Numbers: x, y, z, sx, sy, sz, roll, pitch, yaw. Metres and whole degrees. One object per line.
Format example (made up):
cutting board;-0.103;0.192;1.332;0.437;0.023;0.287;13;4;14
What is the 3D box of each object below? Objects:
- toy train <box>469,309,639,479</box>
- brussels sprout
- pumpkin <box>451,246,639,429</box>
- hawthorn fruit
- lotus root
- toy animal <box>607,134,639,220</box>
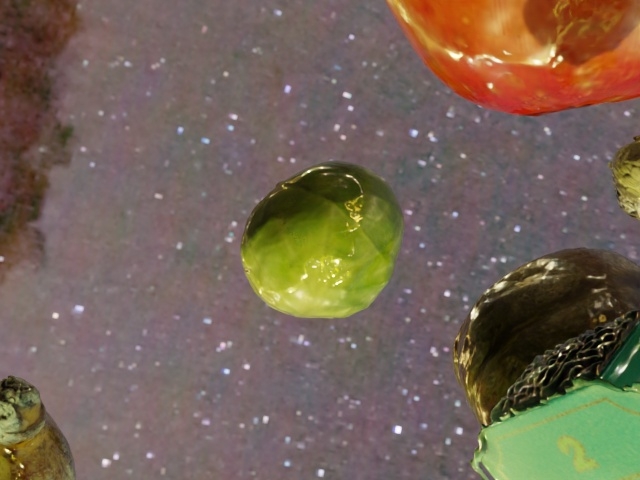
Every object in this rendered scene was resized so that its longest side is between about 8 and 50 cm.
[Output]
toy train;0.211;0.140;0.683;0.112;0.163;0.203;-41;180;-40
brussels sprout;0.000;0.000;1.357;0.244;0.244;0.244;-32;-130;49
pumpkin;0.338;0.160;1.346;0.225;0.303;0.256;-121;-154;-43
hawthorn fruit;0.166;-0.227;0.739;0.284;0.284;0.284;-32;-130;49
lotus root;-0.323;0.259;1.018;0.140;0.158;0.322;-33;148;-64
toy animal;0.315;-0.053;0.944;0.137;0.098;0.098;140;-39;-76
